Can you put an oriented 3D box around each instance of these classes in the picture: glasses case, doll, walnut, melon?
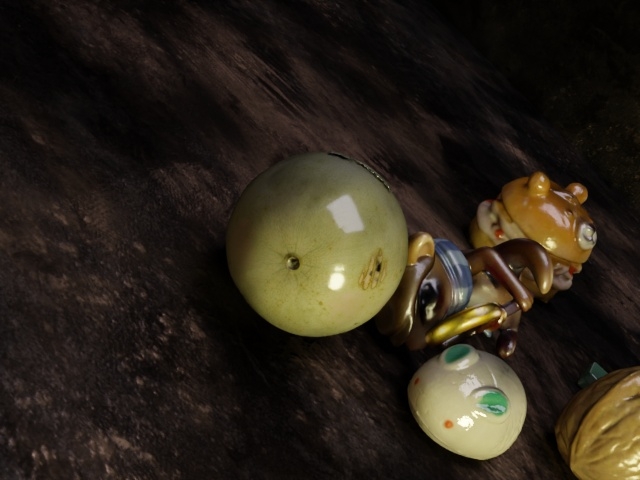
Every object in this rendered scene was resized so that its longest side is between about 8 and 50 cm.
[{"bbox_3d":[0.611,0.334,2.135,0.184,0.039,0.078,44,24,8],"label":"glasses case"},{"bbox_3d":[0.232,0.098,1.791,0.339,0.318,0.209,6,78,-38],"label":"doll"},{"bbox_3d":[0.533,0.327,1.797,0.261,0.225,0.225,-26,61,-20],"label":"walnut"},{"bbox_3d":[0.000,0.000,1.537,0.268,0.268,0.330,43,16,4],"label":"melon"}]

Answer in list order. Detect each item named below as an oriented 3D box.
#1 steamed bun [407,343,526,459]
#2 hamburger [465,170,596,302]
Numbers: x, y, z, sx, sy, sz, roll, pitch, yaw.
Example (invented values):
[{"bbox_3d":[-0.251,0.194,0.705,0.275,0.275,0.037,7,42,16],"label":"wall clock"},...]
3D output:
[{"bbox_3d":[0.240,0.246,1.635,0.228,0.131,0.177,14,36,-48],"label":"steamed bun"},{"bbox_3d":[0.496,-0.026,2.347,0.276,0.237,0.276,30,27,-17],"label":"hamburger"}]
